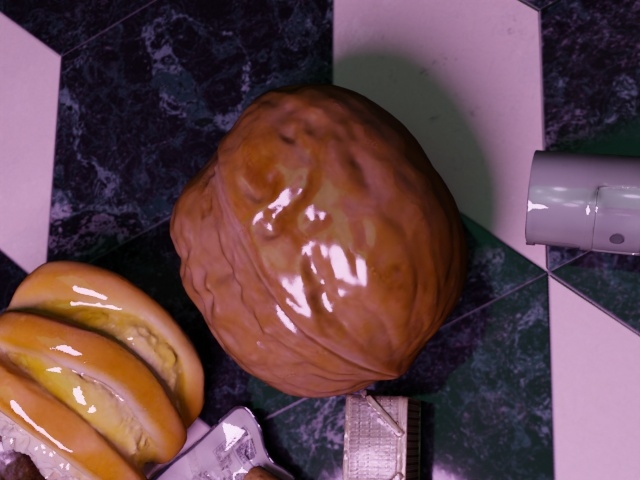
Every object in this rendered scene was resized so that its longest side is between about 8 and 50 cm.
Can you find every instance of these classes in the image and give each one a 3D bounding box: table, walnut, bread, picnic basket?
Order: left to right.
[{"bbox_3d":[-0.293,0.190,1.263,0.270,0.211,0.315,-45,111,-12],"label":"bread"},{"bbox_3d":[0.000,0.000,1.227,0.354,0.308,0.397,-41,67,39],"label":"walnut"},{"bbox_3d":[0.080,0.273,1.243,0.080,0.115,0.164,-1,78,16],"label":"picnic basket"},{"bbox_3d":[0.375,-0.045,1.224,0.220,0.126,0.126,6,80,17],"label":"table"}]

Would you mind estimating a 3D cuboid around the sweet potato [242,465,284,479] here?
[{"bbox_3d":[0.037,0.399,1.166,0.385,0.109,0.109,23,85,37],"label":"sweet potato"}]

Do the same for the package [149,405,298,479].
[{"bbox_3d":[-0.139,0.349,1.330,0.232,0.040,0.166,-44,76,10],"label":"package"}]

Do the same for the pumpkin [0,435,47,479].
[{"bbox_3d":[-0.422,0.258,1.372,0.131,0.149,0.253,-23,73,18],"label":"pumpkin"}]
